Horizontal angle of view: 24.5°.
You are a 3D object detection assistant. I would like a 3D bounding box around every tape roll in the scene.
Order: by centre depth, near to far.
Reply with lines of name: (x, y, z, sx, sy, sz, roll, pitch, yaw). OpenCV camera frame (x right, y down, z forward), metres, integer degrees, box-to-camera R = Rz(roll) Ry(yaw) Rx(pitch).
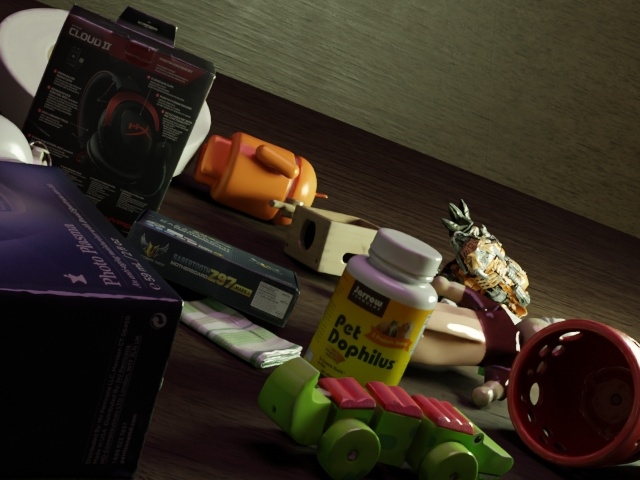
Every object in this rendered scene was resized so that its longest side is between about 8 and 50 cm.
tape roll: (-0.368, -0.245, 2.447, 0.392, 0.072, 0.392, 24, 30, -15)

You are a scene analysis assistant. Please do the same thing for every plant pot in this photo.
plant pot: (0.364, 0.207, 1.947, 0.191, 0.191, 0.174, 32, 8, 31)

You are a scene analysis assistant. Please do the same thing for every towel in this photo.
towel: (-0.106, 0.111, 1.826, 0.152, 0.023, 0.113, 30, 13, 23)

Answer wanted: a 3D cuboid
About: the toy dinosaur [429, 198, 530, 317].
toy dinosaur: (0.267, 0.068, 2.460, 0.218, 0.164, 0.322, 33, -28, 34)

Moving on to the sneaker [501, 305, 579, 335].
sneaker: (0.341, 0.165, 2.357, 0.212, 0.080, 0.094, 14, 17, 0)

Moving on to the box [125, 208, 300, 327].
box: (-0.144, 0.033, 1.949, 0.232, 0.059, 0.183, 24, 4, -4)

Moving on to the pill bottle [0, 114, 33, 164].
pill bottle: (-0.450, -0.093, 1.652, 0.323, 0.181, 0.181, 32, 14, 32)

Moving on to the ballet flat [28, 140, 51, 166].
ballet flat: (-0.375, -0.080, 1.881, 0.077, 0.079, 0.221, 21, 16, -16)

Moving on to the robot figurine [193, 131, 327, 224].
robot figurine: (-0.100, -0.103, 2.482, 0.219, 0.158, 0.128, 21, 29, -17)

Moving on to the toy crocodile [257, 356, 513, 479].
toy crocodile: (0.075, 0.202, 1.597, 0.340, 0.105, 0.115, 17, 14, -33)

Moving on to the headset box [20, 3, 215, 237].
headset box: (-0.287, -0.175, 2.042, 0.218, 0.293, 0.110, 21, 13, -11)

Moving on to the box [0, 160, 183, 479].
box: (-0.317, 0.053, 1.220, 0.294, 0.183, 0.296, 4, 22, -34)

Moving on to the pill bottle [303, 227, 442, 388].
pill bottle: (0.063, 0.098, 1.750, 0.117, 0.215, 0.117, 23, 12, -5)

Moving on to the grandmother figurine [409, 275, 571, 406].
grandmother figurine: (0.214, 0.137, 2.057, 0.342, 0.104, 0.208, 7, 62, -33)

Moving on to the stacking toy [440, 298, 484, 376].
stacking toy: (0.151, 0.129, 2.186, 0.167, 0.052, 0.221, 20, 17, -25)

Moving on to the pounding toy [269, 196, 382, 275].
pounding toy: (-0.011, -0.003, 2.345, 0.181, 0.094, 0.206, 12, 8, -29)
